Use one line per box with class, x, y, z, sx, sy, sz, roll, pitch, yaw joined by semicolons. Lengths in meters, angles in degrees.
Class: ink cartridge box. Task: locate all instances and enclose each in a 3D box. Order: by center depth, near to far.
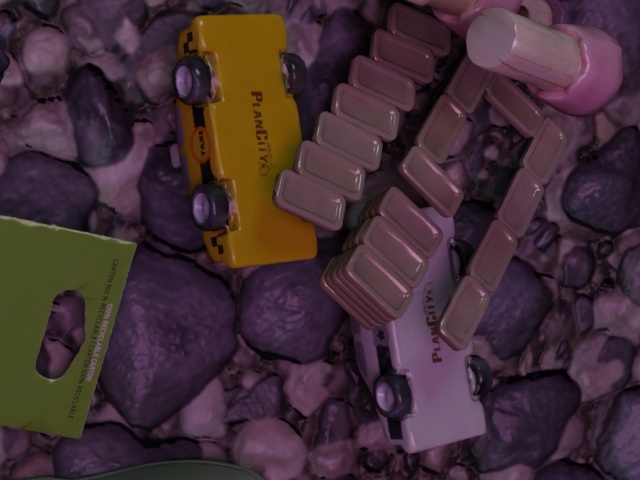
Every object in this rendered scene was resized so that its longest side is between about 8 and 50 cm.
ink cartridge box;-0.273;0.073;1.175;0.255;0.097;0.189;11;114;-17

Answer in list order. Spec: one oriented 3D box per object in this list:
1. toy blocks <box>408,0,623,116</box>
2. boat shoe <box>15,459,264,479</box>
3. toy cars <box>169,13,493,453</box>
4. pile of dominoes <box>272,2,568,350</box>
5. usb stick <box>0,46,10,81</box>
toy blocks;0.170;-0.275;1.209;0.260;0.309;0.289;10;114;-49
boat shoe;-0.155;0.220;1.271;0.227;0.081;0.069;-4;105;-7
toy cars;0.000;0.000;1.259;0.394;0.087;0.176;47;60;-21
pile of dominoes;0.073;-0.051;1.252;0.196;0.040;0.251;42;54;-17
usb stick;-0.353;-0.074;1.171;0.278;0.045;0.077;-35;110;-6
